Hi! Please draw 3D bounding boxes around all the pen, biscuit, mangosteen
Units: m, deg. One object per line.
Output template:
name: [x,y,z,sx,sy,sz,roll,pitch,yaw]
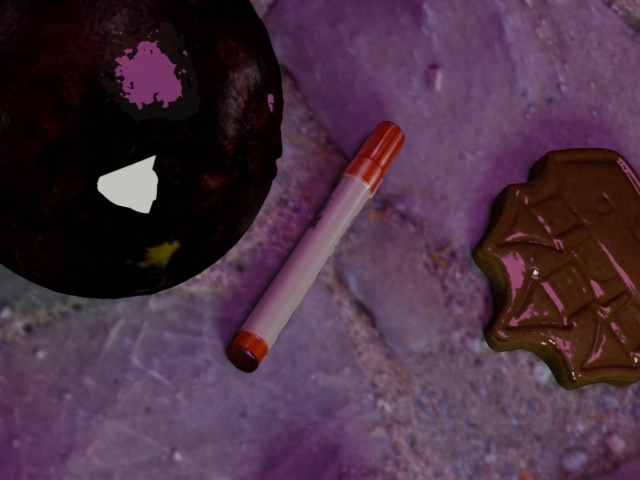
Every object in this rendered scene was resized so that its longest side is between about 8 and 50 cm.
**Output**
pen: [0.000,0.000,1.378,0.028,0.028,0.239,40,53,-9]
biscuit: [0.197,0.026,1.486,0.215,0.034,0.182,-33,87,-39]
mangosteen: [-0.152,-0.080,1.224,0.265,0.228,0.228,11,52,19]
